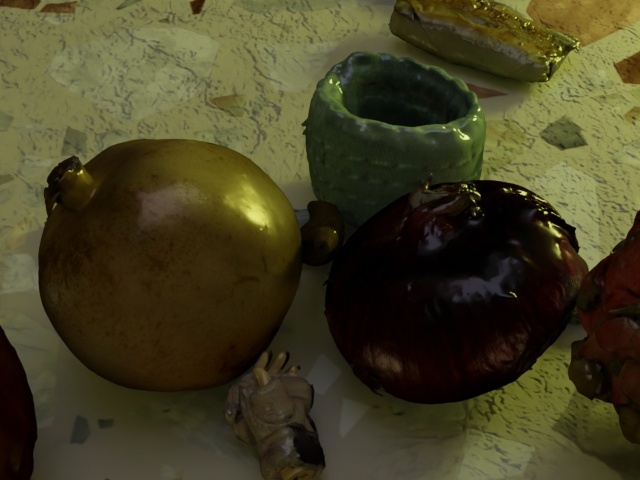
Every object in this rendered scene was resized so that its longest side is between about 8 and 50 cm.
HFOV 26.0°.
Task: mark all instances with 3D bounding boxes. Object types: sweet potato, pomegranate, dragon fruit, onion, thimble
[{"bbox_3d":[-0.001,0.002,1.640,0.059,0.069,0.249,23,11,-3],"label":"sweet potato"},{"bbox_3d":[-0.180,0.018,1.564,0.319,0.319,0.319,-3,43,2],"label":"pomegranate"},{"bbox_3d":[0.377,0.099,1.427,0.263,0.296,0.314,-19,54,-27],"label":"dragon fruit"},{"bbox_3d":[0.146,0.043,1.560,0.314,0.232,0.314,-17,36,12],"label":"onion"},{"bbox_3d":[0.089,-0.127,1.774,0.250,0.172,0.205,28,41,29],"label":"thimble"}]

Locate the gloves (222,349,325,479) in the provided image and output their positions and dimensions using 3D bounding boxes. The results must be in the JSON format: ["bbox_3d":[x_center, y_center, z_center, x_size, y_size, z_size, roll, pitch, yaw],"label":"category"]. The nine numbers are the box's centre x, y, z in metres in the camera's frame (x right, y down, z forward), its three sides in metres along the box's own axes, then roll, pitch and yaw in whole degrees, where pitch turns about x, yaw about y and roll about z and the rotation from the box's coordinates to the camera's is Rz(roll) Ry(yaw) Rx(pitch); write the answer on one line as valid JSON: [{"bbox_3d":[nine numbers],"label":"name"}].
[{"bbox_3d":[-0.049,0.200,1.514,0.094,0.110,0.144,-40,36,25],"label":"gloves"}]

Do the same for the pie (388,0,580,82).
[{"bbox_3d":[0.238,-0.301,2.037,0.282,0.068,0.128,22,51,25],"label":"pie"}]

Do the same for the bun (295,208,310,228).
[{"bbox_3d":[-0.014,-0.005,1.763,0.083,0.045,0.083,-1,35,1],"label":"bun"}]

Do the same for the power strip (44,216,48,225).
[{"bbox_3d":[-0.328,-0.010,1.817,0.083,0.017,0.027,31,55,32],"label":"power strip"}]

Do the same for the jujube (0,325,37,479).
[{"bbox_3d":[-0.467,0.157,1.493,0.276,0.276,0.377,-27,60,-22],"label":"jujube"}]

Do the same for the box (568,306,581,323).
[{"bbox_3d":[0.297,0.074,1.667,0.083,0.024,0.054,0,42,6],"label":"box"}]
